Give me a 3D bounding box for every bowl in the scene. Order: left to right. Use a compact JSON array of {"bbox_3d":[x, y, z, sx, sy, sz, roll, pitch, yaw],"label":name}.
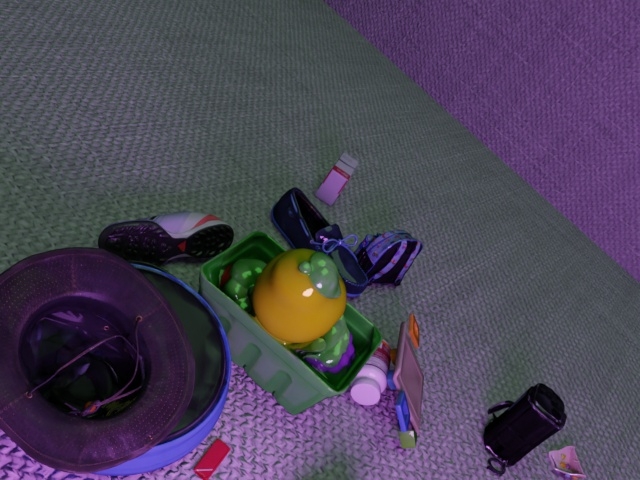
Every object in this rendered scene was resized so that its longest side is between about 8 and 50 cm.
[{"bbox_3d":[-0.337,0.202,1.117,0.392,0.077,0.390,18,45,-19],"label":"bowl"}]

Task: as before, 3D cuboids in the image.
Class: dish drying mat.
[{"bbox_3d":[-0.190,0.384,1.135,0.032,0.008,0.083,37,33,5],"label":"dish drying mat"}]

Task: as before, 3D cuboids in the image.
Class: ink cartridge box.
[{"bbox_3d":[0.052,-0.192,1.994,0.063,0.109,0.150,33,33,-2],"label":"ink cartridge box"}]

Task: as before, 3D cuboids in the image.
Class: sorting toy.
[{"bbox_3d":[0.189,0.310,1.460,0.347,0.047,0.195,-69,145,-56],"label":"sorting toy"},{"bbox_3d":[0.606,0.554,1.609,0.075,0.044,0.083,16,37,-15],"label":"sorting toy"}]

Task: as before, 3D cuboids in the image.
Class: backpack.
[{"bbox_3d":[0.184,0.035,1.766,0.158,0.173,0.116,3,45,-39],"label":"backpack"}]

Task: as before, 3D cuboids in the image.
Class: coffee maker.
[{"bbox_3d":[0.478,0.441,1.506,0.120,0.178,0.171,28,33,-10],"label":"coffee maker"}]

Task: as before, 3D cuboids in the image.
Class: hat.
[{"bbox_3d":[-0.360,0.180,0.967,0.332,0.134,0.331,14,62,-29],"label":"hat"}]

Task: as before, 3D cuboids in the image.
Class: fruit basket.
[{"bbox_3d":[-0.048,0.122,1.272,0.392,0.392,0.283,40,33,7],"label":"fruit basket"}]

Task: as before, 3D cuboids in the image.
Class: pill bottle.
[{"bbox_3d":[0.111,0.293,1.451,0.086,0.086,0.152,31,34,-6],"label":"pill bottle"}]

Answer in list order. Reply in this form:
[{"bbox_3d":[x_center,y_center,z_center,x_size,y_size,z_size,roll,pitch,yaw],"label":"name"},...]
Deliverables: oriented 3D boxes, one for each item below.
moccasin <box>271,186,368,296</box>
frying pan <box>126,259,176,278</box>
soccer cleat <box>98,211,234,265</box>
[{"bbox_3d":[0.000,0.000,1.695,0.342,0.116,0.138,44,34,13],"label":"moccasin"},{"bbox_3d":[-0.303,0.170,1.266,0.326,0.053,0.197,44,37,4],"label":"frying pan"},{"bbox_3d":[-0.349,-0.012,1.431,0.318,0.108,0.116,-6,28,-42],"label":"soccer cleat"}]
